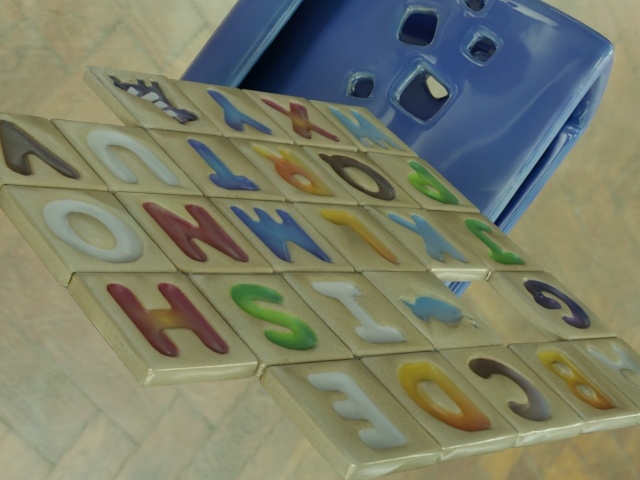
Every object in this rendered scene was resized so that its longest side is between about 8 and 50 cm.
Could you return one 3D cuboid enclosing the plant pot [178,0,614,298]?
[{"bbox_3d":[0.035,-0.070,0.847,0.236,0.212,0.236,-53,172,2],"label":"plant pot"}]

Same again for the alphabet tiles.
[{"bbox_3d":[0.000,0.000,0.434,0.237,0.198,0.009,2,126,-49],"label":"alphabet tiles"}]
